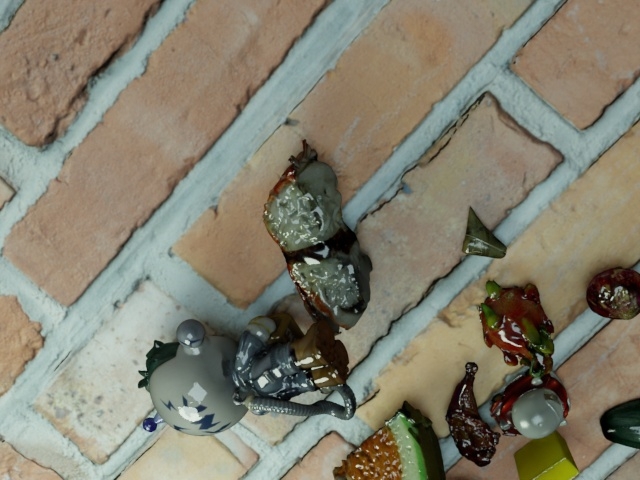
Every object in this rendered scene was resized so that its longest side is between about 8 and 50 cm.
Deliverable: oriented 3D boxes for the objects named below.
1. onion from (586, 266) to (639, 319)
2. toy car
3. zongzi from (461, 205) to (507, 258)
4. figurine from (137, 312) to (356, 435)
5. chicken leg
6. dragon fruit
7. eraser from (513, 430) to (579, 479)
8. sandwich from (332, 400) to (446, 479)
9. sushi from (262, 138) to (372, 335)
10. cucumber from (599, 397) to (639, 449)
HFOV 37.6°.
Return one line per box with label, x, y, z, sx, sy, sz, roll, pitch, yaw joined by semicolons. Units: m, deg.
onion;0.508;0.089;1.608;0.107;0.097;0.107;6;145;4
toy car;0.374;0.303;1.661;0.139;0.112;0.112;-31;101;11
zongzi;0.288;-0.013;1.626;0.076;0.040;0.083;8;88;-5
figurine;-0.143;0.224;1.627;0.382;0.186;0.261;-19;115;22
chicken leg;0.271;0.316;1.696;0.093;0.053;0.205;-12;108;38
dragon fruit;0.355;0.155;1.633;0.142;0.175;0.138;13;119;-31
eraser;0.400;0.398;1.679;0.097;0.122;0.045;-40;100;14
sandwich;0.134;0.459;1.692;0.212;0.109;0.292;-26;68;24
sushi;0.000;0.000;1.602;0.130;0.124;0.332;-20;105;22
cucumber;0.627;0.338;1.680;0.244;0.063;0.115;-4;104;7
